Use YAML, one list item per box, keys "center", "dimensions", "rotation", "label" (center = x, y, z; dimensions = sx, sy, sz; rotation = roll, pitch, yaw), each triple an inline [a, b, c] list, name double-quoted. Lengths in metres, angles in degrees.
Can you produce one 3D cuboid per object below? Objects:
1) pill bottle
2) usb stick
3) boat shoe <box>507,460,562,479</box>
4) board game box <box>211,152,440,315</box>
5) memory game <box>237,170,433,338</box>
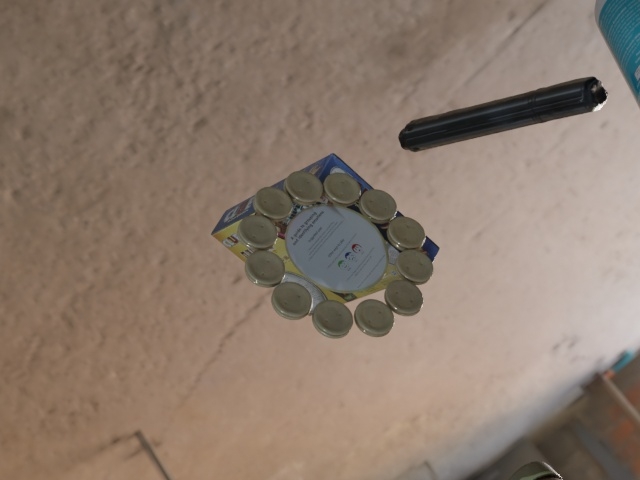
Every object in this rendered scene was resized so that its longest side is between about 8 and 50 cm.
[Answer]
- center: [0.440, -0.263, 1.678]
  dimensions: [0.146, 0.264, 0.146]
  rotation: [-11, 145, -8]
  label: "pill bottle"
- center: [0.235, -0.162, 1.721]
  dimensions: [0.278, 0.045, 0.077]
  rotation: [-11, -167, 30]
  label: "usb stick"
- center: [0.219, 0.419, 1.588]
  dimensions: [0.111, 0.104, 0.307]
  rotation: [10, 112, -40]
  label: "boat shoe"
- center: [0.000, 0.000, 1.502]
  dimensions: [0.243, 0.165, 0.042]
  rotation: [-23, -149, 55]
  label: "board game box"
- center: [0.014, 0.011, 1.195]
  dimensions: [0.186, 0.186, 0.012]
  rotation: [-19, 153, -30]
  label: "memory game"
